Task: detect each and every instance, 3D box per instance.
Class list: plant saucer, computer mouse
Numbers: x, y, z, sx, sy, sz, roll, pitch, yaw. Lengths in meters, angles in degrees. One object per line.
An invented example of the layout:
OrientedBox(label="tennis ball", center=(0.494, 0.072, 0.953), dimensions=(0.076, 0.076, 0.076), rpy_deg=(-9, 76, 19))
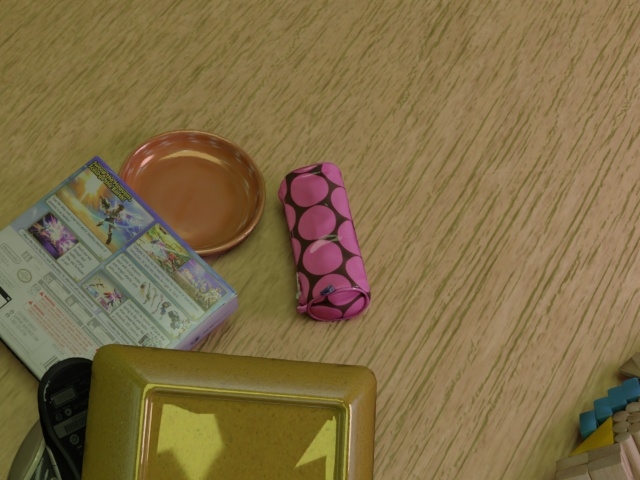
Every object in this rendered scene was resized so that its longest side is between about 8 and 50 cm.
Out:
OrientedBox(label="plant saucer", center=(-0.175, -0.060, 1.595), dimensions=(0.200, 0.037, 0.200), rpy_deg=(5, 59, -8))
OrientedBox(label="plant saucer", center=(-0.092, 0.283, 1.286), dimensions=(0.333, 0.081, 0.332), rpy_deg=(6, 74, -13))
OrientedBox(label="computer mouse", center=(-0.275, 0.274, 1.314), dimensions=(0.184, 0.060, 0.262), rpy_deg=(-32, 99, -36))

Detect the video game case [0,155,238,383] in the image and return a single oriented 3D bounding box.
OrientedBox(label="video game case", center=(-0.281, 0.064, 1.466), dimensions=(0.244, 0.061, 0.269), rpy_deg=(-41, 74, -17))

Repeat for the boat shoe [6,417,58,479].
OrientedBox(label="boat shoe", center=(-0.322, 0.293, 1.347), dimensions=(0.065, 0.075, 0.206), rpy_deg=(29, 53, -25))

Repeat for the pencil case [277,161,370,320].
OrientedBox(label="pencil case", center=(0.000, 0.000, 1.562), dimensions=(0.098, 0.095, 0.209), rpy_deg=(-12, 59, 1))

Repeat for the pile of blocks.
OrientedBox(label="pile of blocks", center=(0.437, 0.231, 1.505), dimensions=(0.362, 0.149, 0.112), rpy_deg=(-34, 113, -17))
